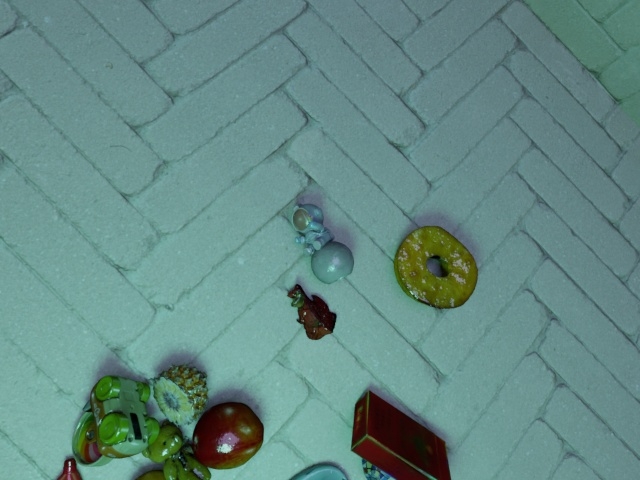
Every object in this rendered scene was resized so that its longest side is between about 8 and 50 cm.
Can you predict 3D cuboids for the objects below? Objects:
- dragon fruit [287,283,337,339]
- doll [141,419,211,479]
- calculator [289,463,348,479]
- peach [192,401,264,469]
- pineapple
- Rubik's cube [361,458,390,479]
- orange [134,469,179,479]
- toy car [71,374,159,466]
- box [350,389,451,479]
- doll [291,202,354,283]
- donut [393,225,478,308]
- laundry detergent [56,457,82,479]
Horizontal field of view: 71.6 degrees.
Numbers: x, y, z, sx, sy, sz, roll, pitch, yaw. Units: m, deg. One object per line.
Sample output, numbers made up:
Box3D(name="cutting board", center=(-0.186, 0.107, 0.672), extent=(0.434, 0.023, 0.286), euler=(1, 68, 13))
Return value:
Box3D(name="dragon fruit", center=(-0.022, 0.218, 1.429), extent=(0.123, 0.092, 0.192), euler=(-33, 88, -18))
Box3D(name="doll", center=(-0.388, 0.597, 1.235), extent=(0.210, 0.137, 0.097), euler=(37, 114, 6))
Box3D(name="calculator", center=(-0.044, 0.803, 1.330), extent=(0.299, 0.041, 0.185), euler=(-30, 87, -17))
Box3D(name="peach", center=(-0.269, 0.550, 1.249), extent=(0.198, 0.197, 0.197), euler=(3, 78, -14))
Box3D(name="pineapple", center=(-0.382, 0.425, 1.288), extent=(0.175, 0.161, 0.137), euler=(53, 34, 4))
Box3D(name="Rubik's cube", center=(0.181, 0.701, 1.384), extent=(0.111, 0.111, 0.093), euler=(35, 47, -5))
Box3D(name="orange", center=(-0.450, 0.707, 1.196), extent=(0.159, 0.136, 0.158), euler=(4, 76, -16))
Box3D(name="toy car", center=(-0.577, 0.496, 1.198), extent=(0.235, 0.145, 0.234), euler=(-11, 61, 21))
Box3D(name="box", center=(0.245, 0.628, 1.359), extent=(0.313, 0.197, 0.089), euler=(35, 110, -5))
Box3D(name="doll", center=(0.000, 0.000, 1.463), extent=(0.151, 0.151, 0.287), euler=(-25, 80, -18))
Box3D(name="donut", center=(0.392, 0.101, 1.555), extent=(0.303, 0.110, 0.302), euler=(3, 76, -13))
Box3D(name="laundry detergent", center=(-0.682, 0.675, 1.190), extent=(0.098, 0.049, 0.165), euler=(-3, 77, -12))
